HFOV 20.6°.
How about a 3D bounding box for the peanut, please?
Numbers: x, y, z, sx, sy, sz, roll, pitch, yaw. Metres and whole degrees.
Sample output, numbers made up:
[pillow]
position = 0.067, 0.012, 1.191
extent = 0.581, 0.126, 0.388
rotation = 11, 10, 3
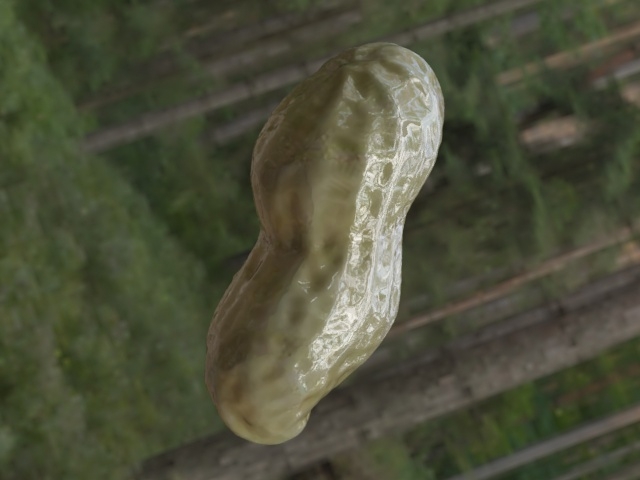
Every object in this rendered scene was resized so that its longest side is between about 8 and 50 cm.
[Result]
[peanut]
position = 0.000, 0.000, 0.779
extent = 0.082, 0.082, 0.187
rotation = -155, -99, -77
